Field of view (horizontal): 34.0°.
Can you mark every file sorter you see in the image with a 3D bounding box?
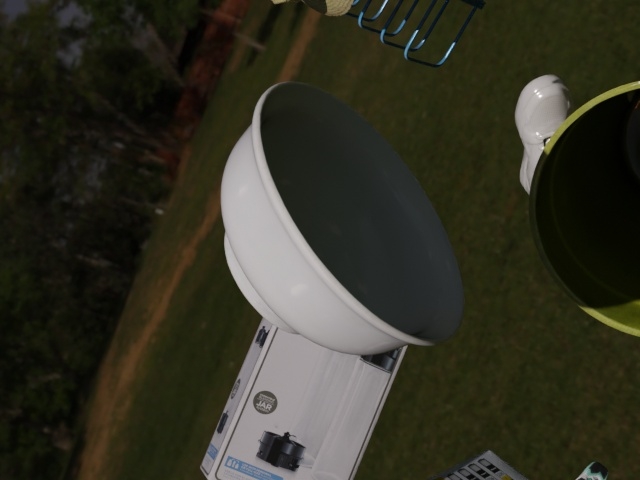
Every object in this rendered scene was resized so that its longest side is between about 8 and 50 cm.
[{"bbox_3d":[0.096,-0.309,1.329,0.118,0.170,0.104,-1,-53,-59],"label":"file sorter"}]

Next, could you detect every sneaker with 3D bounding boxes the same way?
[{"bbox_3d":[0.409,-0.133,1.786,0.292,0.108,0.169,73,178,-51],"label":"sneaker"},{"bbox_3d":[0.360,0.357,1.462,0.098,0.038,0.069,-27,-29,-40],"label":"sneaker"}]

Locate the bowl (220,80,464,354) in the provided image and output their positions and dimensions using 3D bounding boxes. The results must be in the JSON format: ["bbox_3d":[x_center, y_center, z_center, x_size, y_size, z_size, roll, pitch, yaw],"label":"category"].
[{"bbox_3d":[0.000,0.000,1.035,0.134,0.298,0.298,-34,26,28],"label":"bowl"}]

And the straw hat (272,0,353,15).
[{"bbox_3d":[-0.032,-0.282,1.111,0.061,0.144,0.144,-44,-3,-22],"label":"straw hat"}]

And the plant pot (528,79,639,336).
[{"bbox_3d":[0.524,-0.095,1.512,0.353,0.366,0.366,-41,-21,-57],"label":"plant pot"}]

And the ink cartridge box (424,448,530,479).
[{"bbox_3d":[0.169,0.406,1.404,0.309,0.272,0.130,-11,-53,-47],"label":"ink cartridge box"}]

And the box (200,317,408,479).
[{"bbox_3d":[-0.012,0.177,1.270,0.290,0.169,0.087,-66,9,-8],"label":"box"}]
